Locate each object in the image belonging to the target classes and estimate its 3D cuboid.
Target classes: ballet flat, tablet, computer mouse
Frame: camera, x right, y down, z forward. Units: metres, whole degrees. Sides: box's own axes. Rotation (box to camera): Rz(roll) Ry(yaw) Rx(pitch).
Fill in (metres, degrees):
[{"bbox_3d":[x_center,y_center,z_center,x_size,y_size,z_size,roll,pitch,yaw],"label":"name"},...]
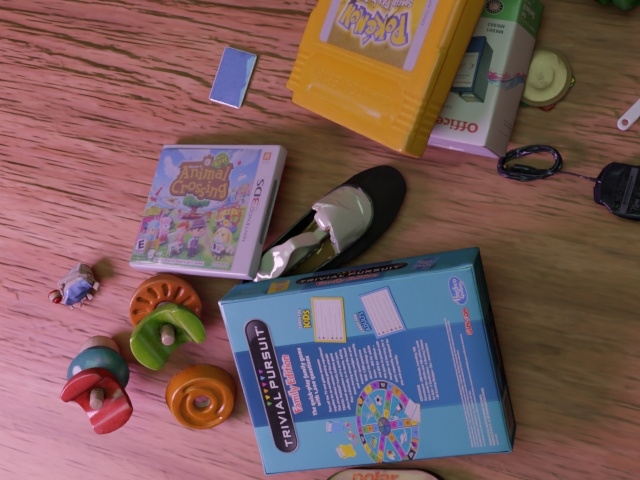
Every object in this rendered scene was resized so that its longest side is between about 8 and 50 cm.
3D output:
[{"bbox_3d":[0.000,0.000,1.405,0.280,0.096,0.095,-42,74,11],"label":"ballet flat"},{"bbox_3d":[-0.128,-0.240,1.513,0.054,0.006,0.083,19,93,18],"label":"tablet"},{"bbox_3d":[0.347,-0.075,1.333,0.242,0.041,0.071,18,83,25],"label":"computer mouse"}]

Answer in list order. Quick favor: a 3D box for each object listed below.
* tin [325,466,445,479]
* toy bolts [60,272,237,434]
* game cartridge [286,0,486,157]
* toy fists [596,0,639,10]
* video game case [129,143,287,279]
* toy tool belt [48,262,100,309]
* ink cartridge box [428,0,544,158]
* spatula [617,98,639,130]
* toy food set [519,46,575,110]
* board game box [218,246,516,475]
[{"bbox_3d":[0.088,0.357,1.381,0.190,0.040,0.106,-2,89,18],"label":"tin"},{"bbox_3d":[-0.246,0.173,1.481,0.228,0.158,0.218,-29,118,4],"label":"toy bolts"},{"bbox_3d":[0.090,-0.299,1.338,0.285,0.053,0.323,32,102,49],"label":"game cartridge"},{"bbox_3d":[0.432,-0.336,1.286,0.279,0.096,0.142,32,84,23],"label":"toy fists"},{"bbox_3d":[-0.160,-0.045,1.451,0.212,0.023,0.193,4,71,31],"label":"video game case"},{"bbox_3d":[-0.369,0.077,1.544,0.083,0.052,0.051,-43,66,11],"label":"toy tool belt"},{"bbox_3d":[0.186,-0.228,1.354,0.154,0.093,0.212,15,93,28],"label":"ink cartridge box"},{"bbox_3d":[0.504,-0.191,1.298,0.168,0.019,0.242,45,101,10],"label":"spatula"},{"bbox_3d":[0.292,-0.215,1.365,0.083,0.020,0.082,-36,76,12],"label":"toy food set"},{"bbox_3d":[0.063,0.161,1.340,0.336,0.079,0.253,-9,104,18],"label":"board game box"}]
